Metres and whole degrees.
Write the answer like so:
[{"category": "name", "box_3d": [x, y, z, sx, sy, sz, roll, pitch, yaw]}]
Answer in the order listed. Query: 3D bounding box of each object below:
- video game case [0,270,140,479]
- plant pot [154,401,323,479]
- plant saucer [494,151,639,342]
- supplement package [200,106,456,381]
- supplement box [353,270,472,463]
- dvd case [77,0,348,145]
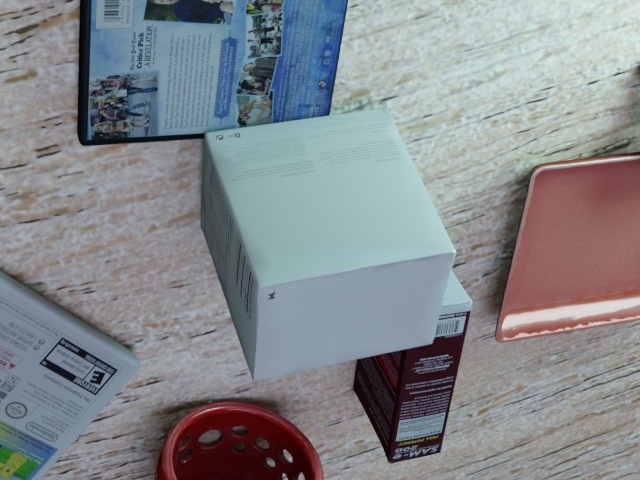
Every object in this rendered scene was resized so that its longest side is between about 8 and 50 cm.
[{"category": "video game case", "box_3d": [-0.396, 0.163, 1.319, 0.300, 0.036, 0.329, -48, 131, 3]}, {"category": "plant pot", "box_3d": [-0.110, 0.312, 1.502, 0.191, 0.191, 0.174, 1, 135, -24]}, {"category": "plant saucer", "box_3d": [0.334, -0.005, 1.517, 0.259, 0.048, 0.258, -8, 130, -18]}, {"category": "supplement package", "box_3d": [0.000, 0.000, 1.260, 0.194, 0.203, 0.149, -10, 141, -15]}, {"category": "supplement box", "box_3d": [0.101, 0.124, 1.468, 0.073, 0.130, 0.239, -8, 131, -18]}, {"category": "dvd case", "box_3d": [-0.102, -0.175, 1.211, 0.253, 0.022, 0.180, -5, 130, -19]}]
